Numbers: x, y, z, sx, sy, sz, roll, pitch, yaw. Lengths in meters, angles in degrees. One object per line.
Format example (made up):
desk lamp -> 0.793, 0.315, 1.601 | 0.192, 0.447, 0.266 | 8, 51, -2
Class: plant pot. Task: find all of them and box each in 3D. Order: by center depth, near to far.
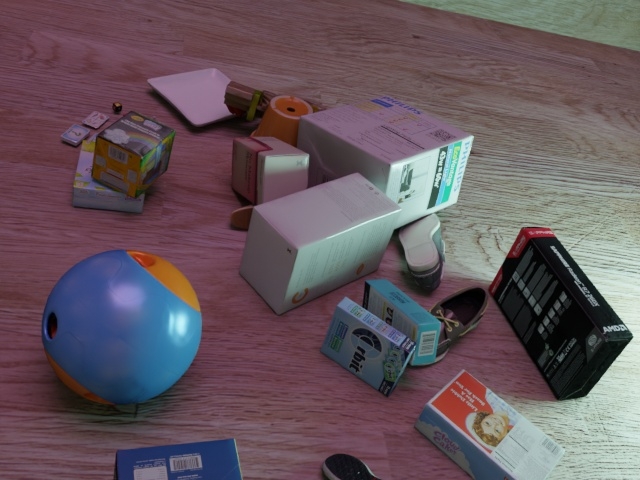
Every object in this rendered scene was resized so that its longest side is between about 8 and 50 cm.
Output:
plant pot -> -0.105, -0.317, 1.993 | 0.205, 0.188, 0.205 | 10, 39, -9

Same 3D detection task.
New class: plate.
plate -> -0.372, -0.457, 2.171 | 0.278, 0.045, 0.277 | -24, 54, -39

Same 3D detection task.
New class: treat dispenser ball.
treat dispenser ball -> -0.368, 0.160, 1.257 | 0.288, 0.288, 0.288 | 10, 40, -9

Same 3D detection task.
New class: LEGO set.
LEGO set -> -0.598, -0.330, 1.930 | 0.182, 0.060, 0.244 | 23, 39, 1

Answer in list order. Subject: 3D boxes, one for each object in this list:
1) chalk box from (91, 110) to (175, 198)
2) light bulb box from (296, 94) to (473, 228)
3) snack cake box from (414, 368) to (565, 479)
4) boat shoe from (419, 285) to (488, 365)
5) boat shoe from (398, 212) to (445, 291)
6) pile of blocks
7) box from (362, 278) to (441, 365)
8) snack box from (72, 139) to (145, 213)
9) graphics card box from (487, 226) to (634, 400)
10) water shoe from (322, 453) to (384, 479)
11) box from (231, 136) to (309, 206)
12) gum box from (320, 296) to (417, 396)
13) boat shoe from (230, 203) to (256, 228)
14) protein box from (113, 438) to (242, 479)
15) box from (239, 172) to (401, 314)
chalk box -> -0.460, -0.229, 1.699 | 0.132, 0.132, 0.213 | 26, 37, 4
light bulb box -> 0.175, -0.230, 1.929 | 0.361, 0.225, 0.358 | -21, 43, -38
snack cake box -> 0.347, 0.410, 1.390 | 0.264, 0.089, 0.152 | 39, 45, 24
boat shoe -> 0.301, 0.197, 1.619 | 0.109, 0.091, 0.305 | 40, 44, 25
boat shoe -> 0.283, 0.026, 1.832 | 0.116, 0.099, 0.319 | -16, 24, 14
pile of blocks -> -0.145, -0.395, 2.108 | 0.362, 0.113, 0.149 | 8, 23, -28
box -> 0.176, 0.179, 1.520 | 0.060, 0.101, 0.244 | -4, 21, -24
snack box -> -0.542, -0.168, 1.749 | 0.174, 0.070, 0.207 | 6, 42, -16
graphics card box -> 0.569, 0.171, 1.641 | 0.094, 0.233, 0.371 | 0, 42, -21
water shoe -> 0.078, 0.469, 1.238 | 0.072, 0.080, 0.203 | -18, 26, -40
box -> -0.140, -0.182, 1.795 | 0.126, 0.149, 0.232 | -6, 21, -27
gum box -> 0.100, 0.231, 1.452 | 0.184, 0.157, 0.041 | 32, 42, 16
boat shoe -> -0.166, -0.070, 1.791 | 0.170, 0.063, 0.059 | -6, 22, -26
protein box -> -0.227, 0.453, 1.086 | 0.199, 0.136, 0.201 | 0, 42, -21
box -> 0.000, 0.000, 1.641 | 0.345, 0.215, 0.168 | -21, 53, -38
